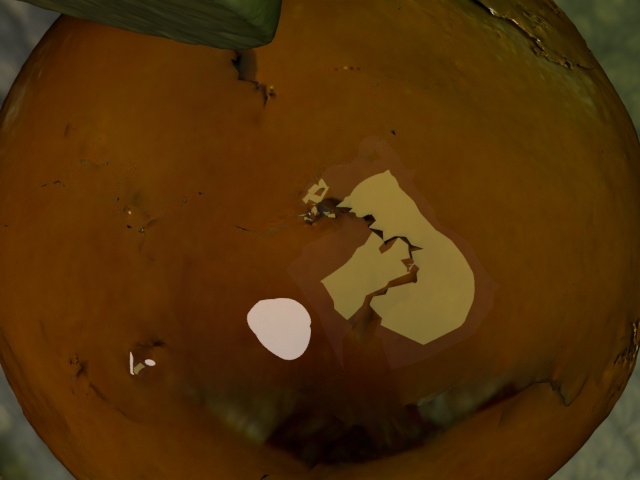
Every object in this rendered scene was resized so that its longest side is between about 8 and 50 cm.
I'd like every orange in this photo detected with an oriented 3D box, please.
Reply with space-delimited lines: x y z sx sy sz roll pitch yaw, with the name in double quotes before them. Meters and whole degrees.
"orange" 0.000 0.000 0.701 0.246 0.246 0.246 -4 98 -26

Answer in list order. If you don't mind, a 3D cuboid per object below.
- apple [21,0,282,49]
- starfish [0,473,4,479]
"apple" -0.173 -0.151 0.496 0.320 0.360 0.312 -48 145 -43
"starfish" -0.131 0.184 0.764 0.231 0.048 0.295 -44 112 -15
